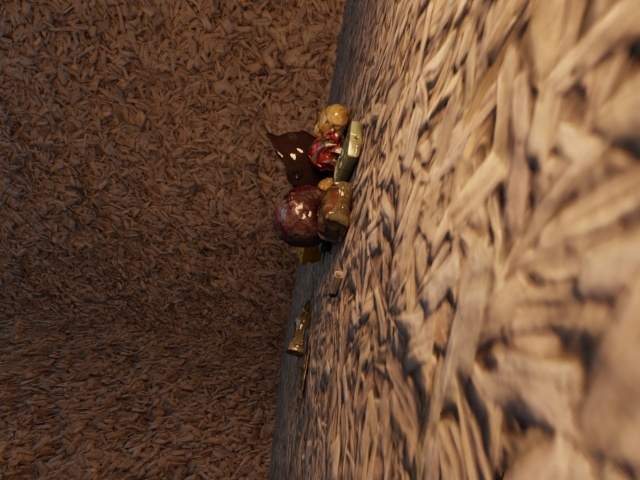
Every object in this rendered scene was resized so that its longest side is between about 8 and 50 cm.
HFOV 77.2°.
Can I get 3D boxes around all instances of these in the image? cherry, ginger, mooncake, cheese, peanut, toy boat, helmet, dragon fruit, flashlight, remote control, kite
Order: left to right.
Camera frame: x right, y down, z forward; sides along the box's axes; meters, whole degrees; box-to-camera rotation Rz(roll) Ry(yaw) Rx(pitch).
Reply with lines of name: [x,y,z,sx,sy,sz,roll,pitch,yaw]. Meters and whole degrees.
kite: [-0.060,0.472,1.375,0.323,0.013,0.267,-95,16,-79]
cherry: [-0.048,-0.063,1.146,0.195,0.195,0.194,-171,90,-85]
helmet: [-0.053,-0.279,1.419,0.305,0.177,0.224,65,-178,-46]
cheese: [-0.039,-0.002,1.400,0.126,0.093,0.170,13,110,46]
toy boat: [0.000,0.000,1.285,0.137,0.061,0.060,-91,11,-68]
ginger: [0.011,-0.153,1.364,0.205,0.081,0.115,106,169,-78]
dragon fruit: [0.027,-0.277,1.258,0.121,0.130,0.142,-46,-14,-27]
peanut: [0.037,-0.393,1.356,0.229,0.104,0.098,-169,86,-83]
mooncake: [0.034,-0.073,0.981,0.130,0.073,0.125,113,168,-62]
flashlight: [0.035,0.104,0.937,0.083,0.018,0.018,104,172,-48]
remote control: [0.068,-0.209,1.047,0.233,0.038,0.097,118,160,-72]

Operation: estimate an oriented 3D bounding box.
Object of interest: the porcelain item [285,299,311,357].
porcelain item: [-0.070,0.320,1.500,0.081,0.069,0.215,102,-177,-59]
